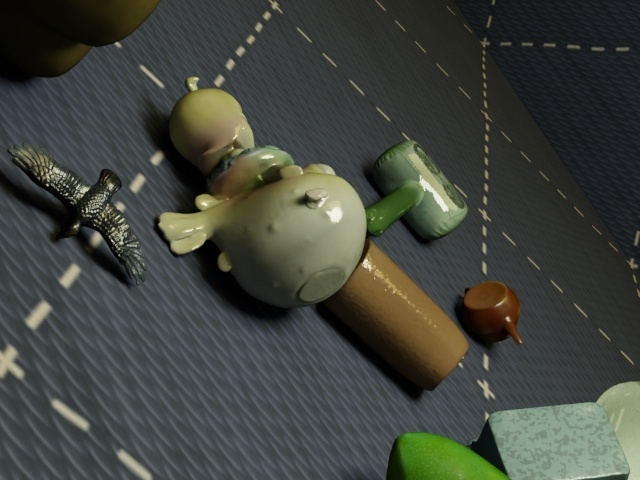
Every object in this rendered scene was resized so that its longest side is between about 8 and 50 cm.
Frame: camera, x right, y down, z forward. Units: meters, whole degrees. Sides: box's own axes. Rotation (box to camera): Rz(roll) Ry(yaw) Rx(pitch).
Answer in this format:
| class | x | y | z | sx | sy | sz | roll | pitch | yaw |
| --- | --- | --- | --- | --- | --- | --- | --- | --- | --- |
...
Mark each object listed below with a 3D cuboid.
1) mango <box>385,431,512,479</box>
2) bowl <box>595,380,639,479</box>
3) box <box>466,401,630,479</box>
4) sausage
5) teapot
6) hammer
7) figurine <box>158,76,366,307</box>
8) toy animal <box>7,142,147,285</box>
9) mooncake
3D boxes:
| class | x | y | z | sx | sy | sz | roll | pitch | yaw |
| --- | --- | --- | --- | --- | --- | --- | --- | --- | --- |
| mango | 0.207 | 0.395 | 1.186 | 0.382 | 0.201 | 0.225 | 53 | 31 | 15 |
| bowl | 0.593 | 0.466 | 1.663 | 0.434 | 0.196 | 0.435 | 16 | 40 | -14 |
| box | 0.342 | 0.337 | 1.475 | 0.227 | 0.130 | 0.162 | -4 | 45 | -8 |
| sausage | 0.121 | 0.123 | 1.512 | 0.253 | 0.123 | 0.123 | 42 | 26 | -14 |
| teapot | 0.323 | 0.142 | 1.856 | 0.116 | 0.116 | 0.173 | 33 | 3 | -32 |
| hammer | 0.148 | -0.066 | 1.856 | 0.206 | 0.119 | 0.335 | 51 | 32 | 4 |
| figurine | -0.118 | -0.077 | 1.380 | 0.274 | 0.227 | 0.394 | -16 | 58 | -32 |
| toy animal | -0.276 | -0.039 | 1.164 | 0.220 | 0.062 | 0.108 | 49 | 24 | -16 |
| mooncake | -0.302 | -0.446 | 1.248 | 0.262 | 0.467 | 0.467 | 37 | 28 | -29 |
